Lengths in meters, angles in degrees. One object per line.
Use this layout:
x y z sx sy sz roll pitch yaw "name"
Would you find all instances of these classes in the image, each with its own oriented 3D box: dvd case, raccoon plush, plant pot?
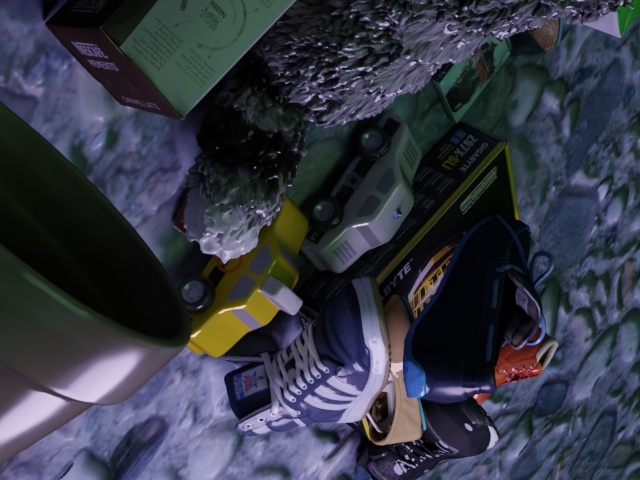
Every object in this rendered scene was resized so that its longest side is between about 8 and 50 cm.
0.179 -0.206 1.706 0.119 0.013 0.087 -53 148 -14 "dvd case"
0.089 -0.152 1.316 0.216 0.299 0.446 4 105 -52 "raccoon plush"
-0.298 0.055 1.007 0.280 0.323 0.323 -47 149 8 "plant pot"

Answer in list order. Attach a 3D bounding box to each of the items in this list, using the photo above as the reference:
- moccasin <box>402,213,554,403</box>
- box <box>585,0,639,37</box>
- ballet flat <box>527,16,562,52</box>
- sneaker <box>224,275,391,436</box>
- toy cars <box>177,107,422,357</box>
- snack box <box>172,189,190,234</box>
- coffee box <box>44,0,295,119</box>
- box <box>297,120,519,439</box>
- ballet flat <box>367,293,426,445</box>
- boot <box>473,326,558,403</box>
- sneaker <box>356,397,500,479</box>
0.197 0.088 1.645 0.342 0.117 0.137 -56 143 -50 "moccasin"
0.219 -0.362 1.430 0.127 0.231 0.262 -50 147 -20 "box"
0.245 -0.304 1.687 0.067 0.073 0.206 -16 130 -14 "ballet flat"
-0.019 0.129 1.518 0.153 0.099 0.282 -5 153 -10 "sneaker"
0.000 0.000 1.523 0.394 0.087 0.176 -33 144 -43 "toy cars"
-0.082 -0.083 1.425 0.064 0.022 0.178 19 98 -59 "snack box"
-0.083 -0.220 1.161 0.246 0.141 0.098 -48 116 -13 "coffee box"
0.118 0.053 1.769 0.322 0.079 0.257 -46 147 -22 "box"
0.078 0.158 1.659 0.073 0.080 0.232 -17 134 -9 "ballet flat"
0.270 0.182 2.081 0.158 0.084 0.059 -49 148 -15 "boot"
0.127 0.259 1.823 0.124 0.107 0.283 -40 177 -19 "sneaker"
